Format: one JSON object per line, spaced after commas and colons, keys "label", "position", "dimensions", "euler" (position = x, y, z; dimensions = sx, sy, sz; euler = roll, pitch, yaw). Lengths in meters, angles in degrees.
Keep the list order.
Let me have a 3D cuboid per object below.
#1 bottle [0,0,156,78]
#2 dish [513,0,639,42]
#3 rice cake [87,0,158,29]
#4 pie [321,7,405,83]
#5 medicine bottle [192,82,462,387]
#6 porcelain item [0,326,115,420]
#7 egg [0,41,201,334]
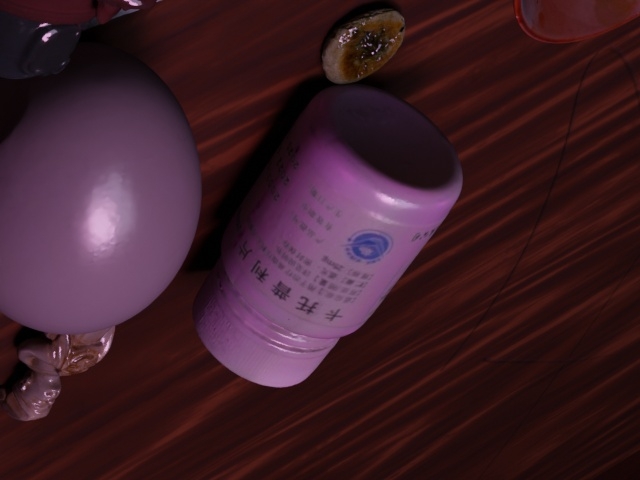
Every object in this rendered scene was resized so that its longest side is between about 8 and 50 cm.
{"label": "bottle", "position": [-0.139, -0.208, 0.978], "dimensions": [0.143, 0.156, 0.271], "euler": [-19, 146, -43]}
{"label": "dish", "position": [0.242, -0.279, 1.396], "dimensions": [0.260, 0.085, 0.260], "euler": [-28, 155, -14]}
{"label": "rice cake", "position": [-0.151, -0.164, 1.177], "dimensions": [0.171, 0.033, 0.029], "euler": [-25, 156, -21]}
{"label": "pie", "position": [0.037, -0.160, 1.422], "dimensions": [0.084, 0.021, 0.084], "euler": [-28, 154, -15]}
{"label": "medicine bottle", "position": [0.000, 0.000, 1.499], "dimensions": [0.152, 0.152, 0.254], "euler": [-6, 141, -45]}
{"label": "porcelain item", "position": [-0.217, 0.086, 1.499], "dimensions": [0.084, 0.054, 0.213], "euler": [-4, 142, -44]}
{"label": "egg", "position": [-0.170, -0.037, 1.206], "dimensions": [0.176, 0.176, 0.232], "euler": [-22, 152, -26]}
